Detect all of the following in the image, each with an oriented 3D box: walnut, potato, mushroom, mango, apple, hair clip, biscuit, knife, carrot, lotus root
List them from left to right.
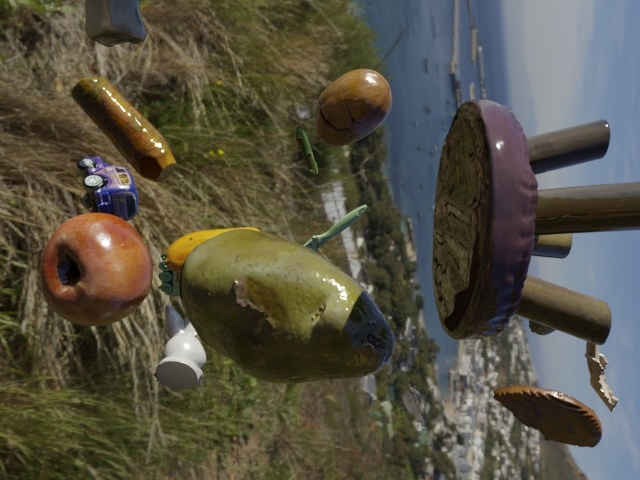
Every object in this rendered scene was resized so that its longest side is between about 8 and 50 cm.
[{"bbox_3d":[-0.495,0.065,1.264,0.253,0.253,0.254,-5,90,-70],"label":"apple"},{"bbox_3d":[-0.320,-0.413,0.838,0.243,0.243,0.244,-5,90,-70],"label":"mushroom"},{"bbox_3d":[-0.492,-0.282,1.429,0.302,0.114,0.114,48,25,-2],"label":"carrot"},{"bbox_3d":[-0.185,0.017,0.995,0.190,0.098,0.075,-13,115,-29],"label":"mango"},{"bbox_3d":[-0.052,0.100,0.824,0.202,0.350,0.218,-37,132,-43],"label":"potato"},{"bbox_3d":[-0.001,-0.001,1.422,0.043,0.293,0.020,49,5,-38],"label":"knife"},{"bbox_3d":[0.091,-0.404,1.763,0.203,0.297,0.203,37,29,-25],"label":"walnut"},{"bbox_3d":[0.468,0.365,1.158,0.176,0.228,0.031,89,18,-45],"label":"biscuit"},{"bbox_3d":[0.634,0.196,1.528,0.088,0.165,0.088,31,21,-14],"label":"lotus root"},{"bbox_3d":[0.563,0.248,1.153,0.034,0.072,0.226,-26,106,-39],"label":"hair clip"}]

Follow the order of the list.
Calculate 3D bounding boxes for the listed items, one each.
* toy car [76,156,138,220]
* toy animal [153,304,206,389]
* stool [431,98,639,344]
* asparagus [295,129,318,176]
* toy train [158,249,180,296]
[{"bbox_3d":[-0.672,-0.160,1.776,0.235,0.157,0.172,55,-33,37],"label":"toy car"},{"bbox_3d":[-0.331,0.259,1.369,0.221,0.103,0.131,-94,170,-55],"label":"toy animal"},{"bbox_3d":[0.231,-0.018,0.633,0.272,0.178,0.272,3,90,-89],"label":"stool"},{"bbox_3d":[-0.029,-0.188,1.219,0.021,0.025,0.108,-50,120,-77],"label":"asparagus"},{"bbox_3d":[-0.498,0.113,1.943,0.074,0.118,0.176,-106,-158,-59],"label":"toy train"}]
